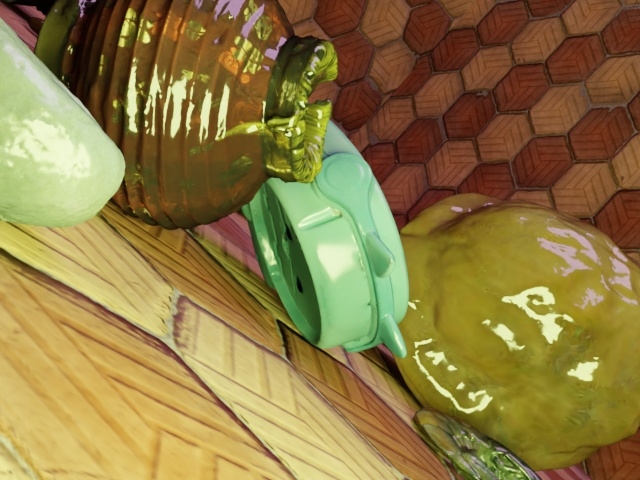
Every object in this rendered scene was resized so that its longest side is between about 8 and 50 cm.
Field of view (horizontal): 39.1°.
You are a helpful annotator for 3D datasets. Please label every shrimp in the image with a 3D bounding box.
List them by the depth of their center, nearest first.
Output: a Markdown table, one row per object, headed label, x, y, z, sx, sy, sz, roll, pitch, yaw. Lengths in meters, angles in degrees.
| label | x | y | z | sx | sy | sz | roll | pitch | yaw |
| --- | --- | --- | --- | --- | --- | --- | --- | --- | --- |
| shrimp | 0.184 | 0.248 | 0.949 | 0.217 | 0.051 | 0.150 | 35 | 4 | 21 |

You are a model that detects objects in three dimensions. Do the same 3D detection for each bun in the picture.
| label | x | y | z | sx | sy | sz | roll | pitch | yaw |
| --- | --- | --- | --- | --- | --- | --- | --- | --- | --- |
| bun | -0.167 | -0.058 | 0.459 | 0.141 | 0.083 | 0.141 | 46 | -6 | 6 |

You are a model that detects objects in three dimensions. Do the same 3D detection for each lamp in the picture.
| label | x | y | z | sx | sy | sz | roll | pitch | yaw |
| --- | --- | --- | --- | --- | --- | --- | --- | --- | --- |
| lamp | -0.103 | -0.123 | 0.742 | 0.247 | 0.247 | 0.247 | 42 | 3 | -3 |

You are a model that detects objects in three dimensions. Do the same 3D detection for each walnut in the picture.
| label | x | y | z | sx | sy | sz | roll | pitch | yaw |
| --- | --- | --- | --- | --- | --- | --- | --- | --- | --- |
| walnut | 0.272 | 0.114 | 1.187 | 0.383 | 0.383 | 0.383 | 42 | 3 | -3 |

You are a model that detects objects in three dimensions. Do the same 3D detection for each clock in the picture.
| label | x | y | z | sx | sy | sz | roll | pitch | yaw |
| --- | --- | --- | --- | --- | --- | --- | --- | --- | --- |
| clock | 0.000 | 0.000 | 0.875 | 0.274 | 0.094 | 0.223 | -130 | -156 | -54 |

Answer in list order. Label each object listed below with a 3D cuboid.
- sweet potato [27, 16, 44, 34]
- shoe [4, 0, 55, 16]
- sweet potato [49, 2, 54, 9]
| label | x | y | z | sx | sy | sz | roll | pitch | yaw |
| --- | --- | --- | --- | --- | --- | --- | --- | --- | --- |
| sweet potato | -0.326 | -0.252 | 1.306 | 0.249 | 0.059 | 0.069 | 38 | -14 | -2 |
| shoe | -0.411 | -0.387 | 1.480 | 0.114 | 0.137 | 0.291 | 36 | 27 | 29 |
| sweet potato | -0.312 | -0.253 | 1.374 | 0.273 | 0.075 | 0.075 | 45 | 3 | -1 |
